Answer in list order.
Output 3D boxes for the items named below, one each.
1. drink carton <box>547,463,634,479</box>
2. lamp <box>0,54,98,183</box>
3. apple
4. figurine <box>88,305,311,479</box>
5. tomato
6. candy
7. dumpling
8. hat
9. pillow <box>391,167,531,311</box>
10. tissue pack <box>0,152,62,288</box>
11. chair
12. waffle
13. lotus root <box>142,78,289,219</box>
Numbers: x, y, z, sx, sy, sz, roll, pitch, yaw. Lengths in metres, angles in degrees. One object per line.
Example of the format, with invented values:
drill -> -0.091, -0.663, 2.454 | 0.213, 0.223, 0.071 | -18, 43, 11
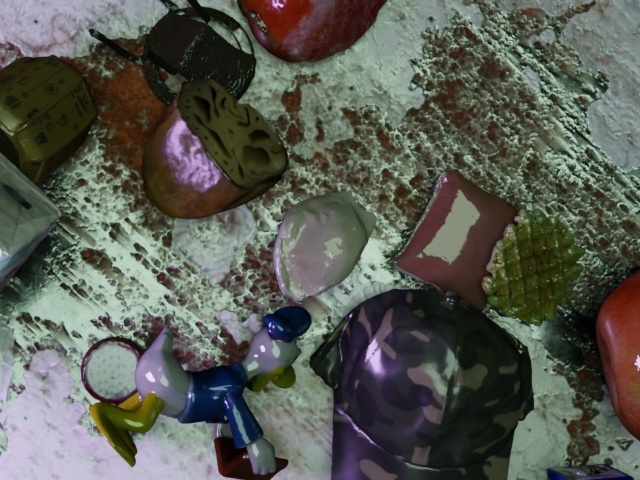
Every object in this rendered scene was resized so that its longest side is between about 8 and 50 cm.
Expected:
drink carton -> 0.428, 0.511, 1.703 | 0.107, 0.130, 0.314 | -5, 88, -4
lamp -> -0.424, -0.176, 1.614 | 0.161, 0.161, 0.185 | 42, 43, -3
apple -> 0.557, 0.180, 1.639 | 0.277, 0.319, 0.319 | -19, 90, 15
figurine -> -0.128, 0.231, 1.629 | 0.338, 0.204, 0.283 | -43, 103, -10
tomato -> -0.008, -0.432, 1.673 | 0.309, 0.170, 0.308 | 0, 90, -4
candy -> -0.314, 0.198, 1.690 | 0.103, 0.043, 0.103 | 0, 88, -5
dumpling -> 0.000, 0.000, 1.693 | 0.199, 0.118, 0.136 | -41, 94, -26
hat -> 0.163, 0.292, 1.633 | 0.367, 0.257, 0.381 | 6, 51, -5
pillow -> 0.221, 0.002, 1.727 | 0.171, 0.075, 0.179 | 29, 89, -9
tissue pack -> -0.571, 0.021, 1.535 | 0.266, 0.194, 0.356 | 42, 116, -2
chair -> -0.210, -0.298, 1.696 | 0.213, 0.149, 0.174 | 38, 80, -45
waffle -> 0.333, 0.043, 1.719 | 0.184, 0.036, 0.169 | 28, 88, -34
lotus root -> -0.175, -0.120, 1.664 | 0.180, 0.199, 0.188 | -39, 83, 34
